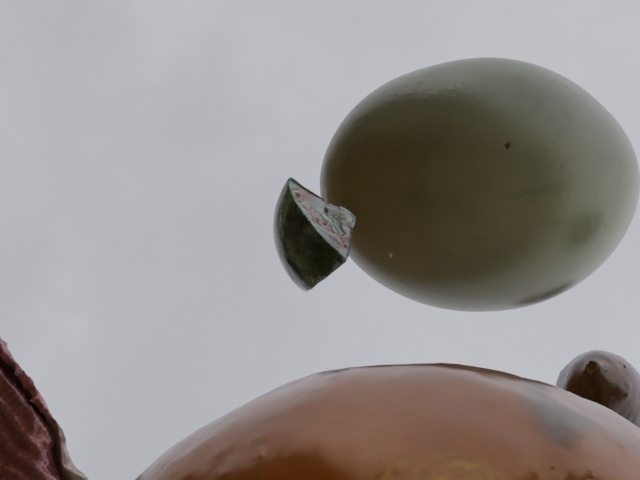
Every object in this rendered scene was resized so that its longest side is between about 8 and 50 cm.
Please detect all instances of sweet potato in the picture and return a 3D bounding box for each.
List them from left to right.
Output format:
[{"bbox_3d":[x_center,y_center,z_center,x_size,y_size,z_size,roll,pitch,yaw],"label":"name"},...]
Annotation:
[{"bbox_3d":[0.270,0.213,1.548,0.109,0.109,0.385,53,-13,27],"label":"sweet potato"}]

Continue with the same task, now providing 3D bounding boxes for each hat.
[{"bbox_3d":[-0.355,0.134,1.357,0.107,0.237,0.286,-101,171,-82],"label":"hat"}]

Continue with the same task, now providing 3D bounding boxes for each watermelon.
[{"bbox_3d":[0.000,0.000,1.125,0.085,0.061,0.085,52,-24,36],"label":"watermelon"}]

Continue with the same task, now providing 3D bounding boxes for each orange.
[{"bbox_3d":[0.037,0.199,0.617,0.312,0.312,0.312,11,-75,46],"label":"orange"}]

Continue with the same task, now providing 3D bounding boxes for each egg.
[{"bbox_3d":[0.134,-0.047,1.324,0.219,0.269,0.219,-173,-90,-84],"label":"egg"}]
